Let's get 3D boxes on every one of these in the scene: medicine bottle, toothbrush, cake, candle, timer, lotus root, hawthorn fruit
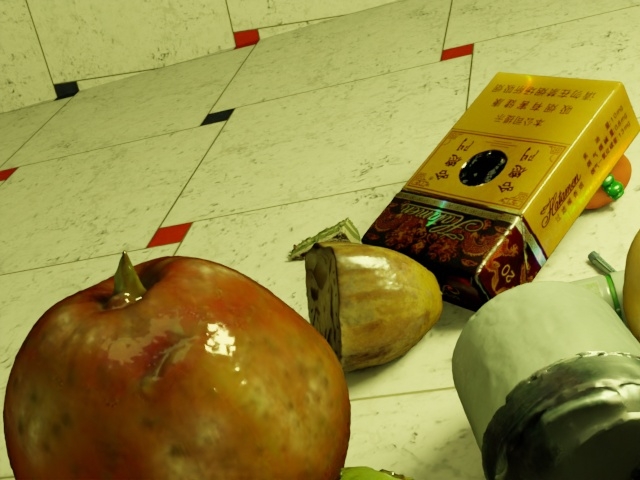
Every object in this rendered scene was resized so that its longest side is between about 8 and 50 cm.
[{"bbox_3d":[0.334,0.099,1.259,0.183,0.086,0.086,-13,28,11],"label":"medicine bottle"},{"bbox_3d":[0.439,0.065,1.328,0.019,0.016,0.219,-20,27,-5],"label":"toothbrush"},{"bbox_3d":[0.000,0.000,1.696,0.140,0.055,0.051,-12,34,18],"label":"cake"},{"bbox_3d":[0.261,0.174,1.023,0.221,0.221,0.342,-19,26,1],"label":"candle"},{"bbox_3d":[0.455,-0.101,1.546,0.136,0.099,0.136,-18,40,16],"label":"timer"},{"bbox_3d":[0.076,0.092,1.365,0.180,0.188,0.199,-4,2,-17],"label":"lotus root"},{"bbox_3d":[-0.167,0.186,1.099,0.403,0.402,0.403,-15,27,8],"label":"hawthorn fruit"}]

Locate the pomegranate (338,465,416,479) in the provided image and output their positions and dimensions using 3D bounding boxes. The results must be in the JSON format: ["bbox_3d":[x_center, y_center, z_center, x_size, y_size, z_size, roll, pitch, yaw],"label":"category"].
[{"bbox_3d":[0.068,0.338,0.888,0.159,0.190,0.241,14,33,8],"label":"pomegranate"}]

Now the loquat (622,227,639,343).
[{"bbox_3d":[0.475,0.052,1.107,0.235,0.235,0.235,-15,27,8],"label":"loquat"}]

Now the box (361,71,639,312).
[{"bbox_3d":[0.285,-0.085,1.486,0.415,0.116,0.264,-49,37,-18],"label":"box"}]
